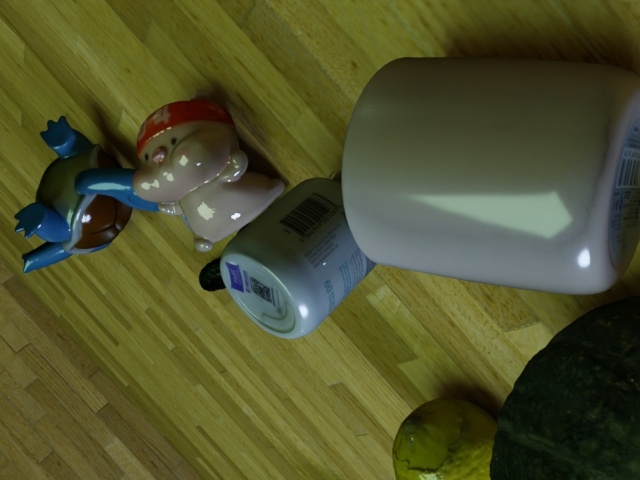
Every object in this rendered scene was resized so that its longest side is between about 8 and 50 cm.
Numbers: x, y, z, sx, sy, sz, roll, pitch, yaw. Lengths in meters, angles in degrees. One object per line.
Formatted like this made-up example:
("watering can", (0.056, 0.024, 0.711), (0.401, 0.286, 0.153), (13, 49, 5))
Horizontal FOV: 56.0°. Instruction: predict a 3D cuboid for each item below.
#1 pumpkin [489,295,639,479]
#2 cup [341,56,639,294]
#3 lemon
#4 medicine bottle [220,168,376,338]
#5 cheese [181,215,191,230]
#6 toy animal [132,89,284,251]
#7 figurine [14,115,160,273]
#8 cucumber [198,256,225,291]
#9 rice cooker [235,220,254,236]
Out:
("pumpkin", (0.325, 0.214, 0.514), (0.327, 0.291, 0.257), (30, 172, 5))
("cup", (0.169, -0.042, 0.525), (0.200, 0.191, 0.253), (12, 163, 37))
("lemon", (0.194, 0.322, 0.858), (0.180, 0.180, 0.193), (-35, 75, 56))
("medicine bottle", (0.000, 0.000, 0.701), (0.135, 0.215, 0.135), (29, 143, 26))
("cheese", (-0.198, -0.063, 1.016), (0.105, 0.042, 0.191), (39, 144, 9))
("toy animal", (-0.166, -0.101, 0.845), (0.198, 0.171, 0.171), (52, 147, -14))
("figurine", (-0.452, -0.089, 1.145), (0.416, 0.243, 0.298), (-16, 69, 51))
("cucumber", (-0.166, 0.058, 1.088), (0.245, 0.067, 0.067), (-9, 118, 54))
("rice cooker", (-0.052, 0.027, 0.882), (0.165, 0.112, 0.106), (15, 129, 38))
